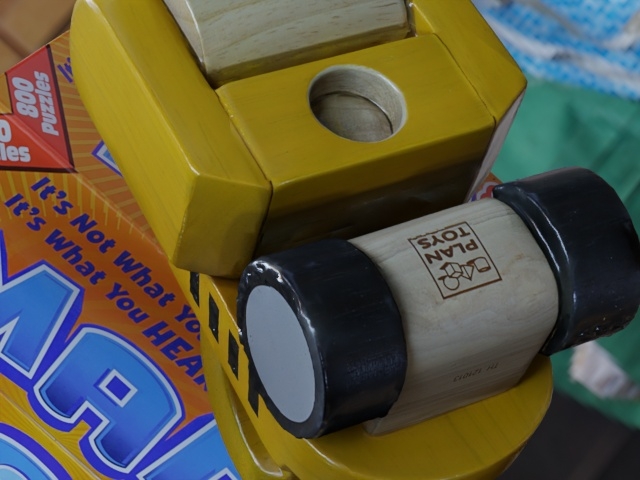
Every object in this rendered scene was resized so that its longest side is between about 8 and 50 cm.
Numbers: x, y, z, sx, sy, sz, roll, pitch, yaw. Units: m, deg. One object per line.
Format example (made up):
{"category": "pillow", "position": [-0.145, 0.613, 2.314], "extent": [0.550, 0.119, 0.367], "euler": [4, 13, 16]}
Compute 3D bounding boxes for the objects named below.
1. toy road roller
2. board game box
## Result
{"category": "toy road roller", "position": [0.000, 0.000, 0.995], "extent": [0.329, 0.203, 0.240], "euler": [60, 151, 25]}
{"category": "board game box", "position": [-0.109, 0.058, 1.319], "extent": [0.356, 0.356, 0.356], "euler": [42, -145, 0]}
